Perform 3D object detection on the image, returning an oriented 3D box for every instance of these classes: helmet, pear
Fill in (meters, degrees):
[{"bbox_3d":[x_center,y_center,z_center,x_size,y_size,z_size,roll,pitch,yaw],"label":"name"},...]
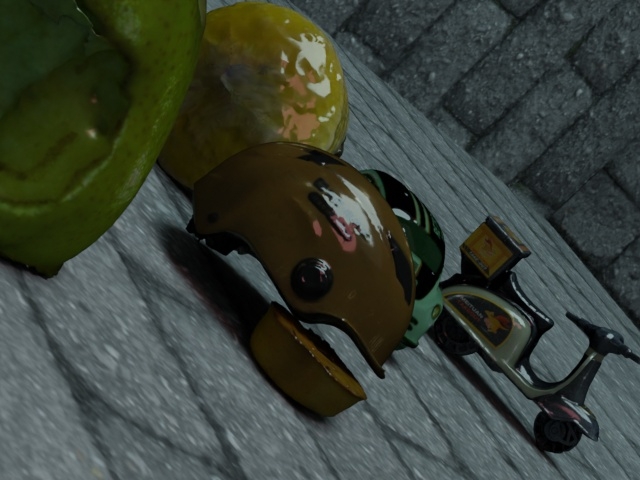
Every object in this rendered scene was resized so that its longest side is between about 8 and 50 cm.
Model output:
[{"bbox_3d":[0.000,0.000,1.548,0.224,0.130,0.198,38,-1,5],"label":"helmet"},{"bbox_3d":[-0.163,-0.128,1.192,0.238,0.255,0.164,47,8,-21],"label":"pear"}]

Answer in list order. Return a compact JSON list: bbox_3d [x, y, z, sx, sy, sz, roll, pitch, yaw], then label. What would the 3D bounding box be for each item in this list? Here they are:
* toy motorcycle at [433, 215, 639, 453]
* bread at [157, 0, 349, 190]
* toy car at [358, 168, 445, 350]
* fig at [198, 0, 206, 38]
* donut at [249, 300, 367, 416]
[{"bbox_3d":[0.238,0.113,2.100,0.263,0.157,0.091,46,12,11],"label":"toy motorcycle"},{"bbox_3d":[-0.065,-0.124,1.765,0.197,0.197,0.170,48,-1,15],"label":"bread"},{"bbox_3d":[0.053,-0.007,1.924,0.136,0.125,0.306,41,13,-22],"label":"toy car"},{"bbox_3d":[-0.193,-0.194,1.668,0.167,0.167,0.233,46,-26,1],"label":"fig"},{"bbox_3d":[-0.011,0.100,1.480,0.108,0.043,0.097,39,9,-30],"label":"donut"}]
